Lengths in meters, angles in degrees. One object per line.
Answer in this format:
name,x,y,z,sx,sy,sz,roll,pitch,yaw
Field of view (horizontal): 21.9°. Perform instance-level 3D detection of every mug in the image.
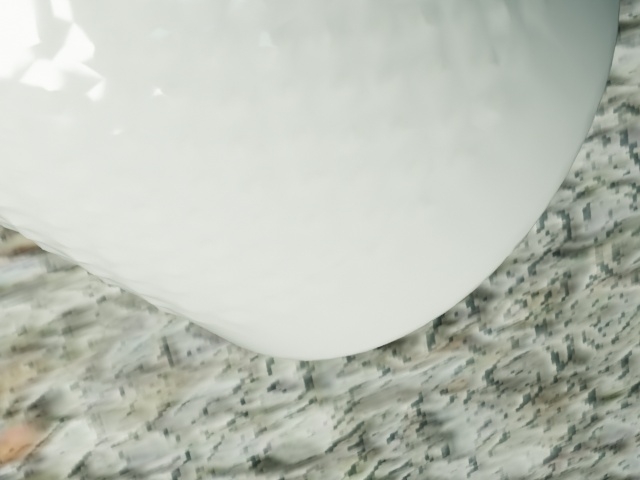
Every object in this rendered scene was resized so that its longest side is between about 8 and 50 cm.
mug,-0.066,-0.177,0.697,0.328,0.276,0.374,30,69,-40
